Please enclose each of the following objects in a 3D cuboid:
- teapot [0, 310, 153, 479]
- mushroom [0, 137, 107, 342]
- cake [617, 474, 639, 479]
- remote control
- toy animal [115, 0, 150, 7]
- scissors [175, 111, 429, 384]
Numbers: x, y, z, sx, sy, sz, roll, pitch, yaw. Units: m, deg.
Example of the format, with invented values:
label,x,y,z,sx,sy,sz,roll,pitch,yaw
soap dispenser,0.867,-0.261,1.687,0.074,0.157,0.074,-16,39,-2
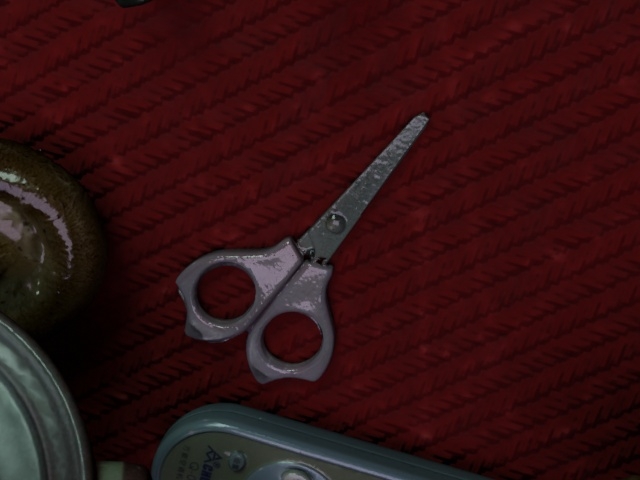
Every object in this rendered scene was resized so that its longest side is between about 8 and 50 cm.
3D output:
label,x,y,z,sx,sy,sz,roll,pitch,yaw
teapot,-0.193,0.184,0.879,0.315,0.233,0.312,0,153,-6
mushroom,-0.180,0.002,0.885,0.126,0.085,0.109,37,78,-4
cake,0.269,0.258,0.784,0.256,0.282,0.290,25,125,44
remote control,0.022,0.157,0.936,0.244,0.047,0.087,17,111,3
toy animal,-0.031,-0.199,0.758,0.245,0.114,0.146,-12,111,13
scissors,0.000,0.000,0.893,0.100,0.015,0.189,36,111,-8
